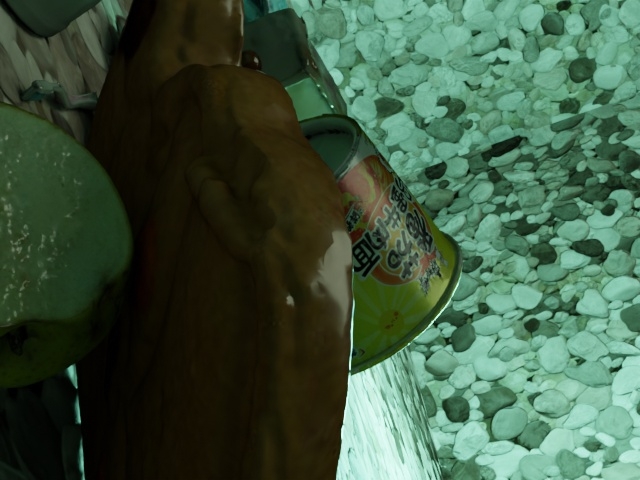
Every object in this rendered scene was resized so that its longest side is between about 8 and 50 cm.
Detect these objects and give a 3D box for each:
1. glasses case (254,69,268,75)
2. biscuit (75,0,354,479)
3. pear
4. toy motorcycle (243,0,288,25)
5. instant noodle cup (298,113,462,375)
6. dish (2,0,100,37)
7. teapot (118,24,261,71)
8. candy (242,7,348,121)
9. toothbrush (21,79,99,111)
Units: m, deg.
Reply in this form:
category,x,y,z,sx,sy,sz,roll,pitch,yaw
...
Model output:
category,x,y,z,sx,sy,sz,roll,pitch,yaw
glasses case,-0.097,-0.079,1.286,0.076,0.049,0.197,53,58,-29
biscuit,-0.080,0.064,0.746,0.455,0.078,0.350,-114,-150,-52
pear,-0.165,0.009,0.667,0.141,0.104,0.141,18,51,-23
toy motorcycle,-0.134,-0.313,1.743,0.260,0.154,0.206,47,43,-43
instant noodle cup,0.000,0.000,1.506,0.200,0.264,0.264,58,12,-28
dish,-0.219,-0.312,1.090,0.303,0.120,0.303,-19,90,-85
teapot,-0.117,-0.139,1.375,0.178,0.135,0.252,22,48,-76
candy,-0.070,-0.165,1.682,0.195,0.184,0.137,54,13,-55
toothbrush,-0.201,-0.116,1.101,0.017,0.022,0.204,55,6,0
